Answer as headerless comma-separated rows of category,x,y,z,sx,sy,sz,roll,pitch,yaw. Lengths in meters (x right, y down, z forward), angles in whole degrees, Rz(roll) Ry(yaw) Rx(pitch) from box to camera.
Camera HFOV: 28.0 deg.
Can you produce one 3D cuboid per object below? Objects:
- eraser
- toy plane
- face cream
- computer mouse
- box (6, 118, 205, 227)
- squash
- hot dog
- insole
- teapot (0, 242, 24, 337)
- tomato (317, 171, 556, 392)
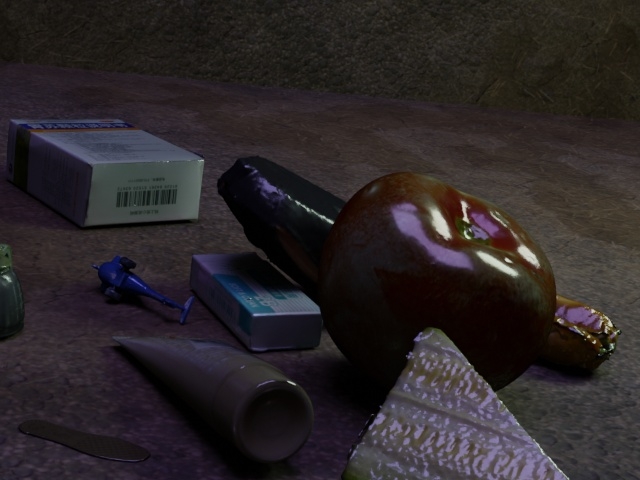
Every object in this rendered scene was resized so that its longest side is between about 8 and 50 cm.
eraser,-0.084,0.073,1.597,0.095,0.052,0.225,-2,18,-25
toy plane,-0.223,0.059,1.599,0.167,0.054,0.062,21,-4,42
face cream,-0.108,0.139,1.331,0.137,0.084,0.341,2,8,-24
computer mouse,-0.002,0.005,1.651,0.323,0.116,0.183,29,9,-28
box,-0.345,-0.112,2.027,0.200,0.106,0.299,-4,18,-36
squash,0.182,0.208,1.121,0.288,0.111,0.203,12,48,28
hot dog,0.250,0.096,1.626,0.269,0.072,0.115,23,22,40
insole,-0.224,0.189,1.218,0.135,0.002,0.045,12,16,18
teapot,-0.385,0.052,1.462,0.092,0.091,0.124,1,18,-26
tomato,0.119,0.064,1.416,0.270,0.223,0.270,25,28,-14
